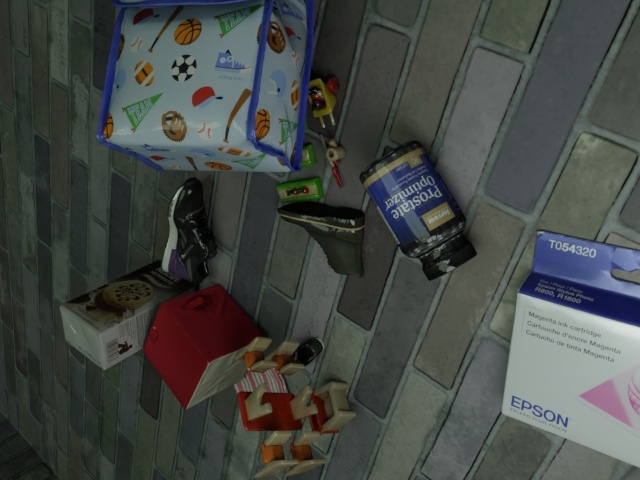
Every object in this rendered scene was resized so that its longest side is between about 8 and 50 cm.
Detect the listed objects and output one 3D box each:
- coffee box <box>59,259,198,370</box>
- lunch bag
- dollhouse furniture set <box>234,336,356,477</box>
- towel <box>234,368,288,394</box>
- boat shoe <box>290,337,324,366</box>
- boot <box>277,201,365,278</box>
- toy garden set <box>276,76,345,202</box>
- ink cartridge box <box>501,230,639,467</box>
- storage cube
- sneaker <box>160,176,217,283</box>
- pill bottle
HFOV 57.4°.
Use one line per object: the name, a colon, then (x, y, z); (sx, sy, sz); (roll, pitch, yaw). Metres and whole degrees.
coffee box: (-0.479, 0.180, 1.497); (0.168, 0.297, 0.119); (24, 124, 30)
lunch bag: (-0.194, -0.333, 1.047); (0.328, 0.239, 0.385); (5, 81, 20)
dollhouse furniture set: (-0.063, 0.363, 1.244); (0.135, 0.259, 0.262); (-42, 50, 33)
towel: (-0.159, 0.381, 1.495); (0.197, 0.029, 0.144); (-13, 97, 42)
boat shoe: (-0.043, 0.267, 1.349); (0.049, 0.042, 0.133); (52, 132, 7)
boot: (0.000, 0.000, 1.192); (0.198, 0.077, 0.137); (14, 121, 36)
toy garden set: (-0.038, -0.198, 1.157); (0.204, 0.049, 0.244); (-4, 104, 40)
ink cartridge box: (0.456, 0.178, 0.890); (0.324, 0.071, 0.330); (15, 117, 35)
storage cube: (-0.287, 0.254, 1.430); (0.193, 0.183, 0.215); (46, 126, 22)
sneaker: (-0.297, -0.019, 1.423); (0.124, 0.107, 0.283); (26, 127, 12)
pill bottle: (0.170, -0.048, 0.997); (0.123, 0.123, 0.219); (-35, 84, 42)
